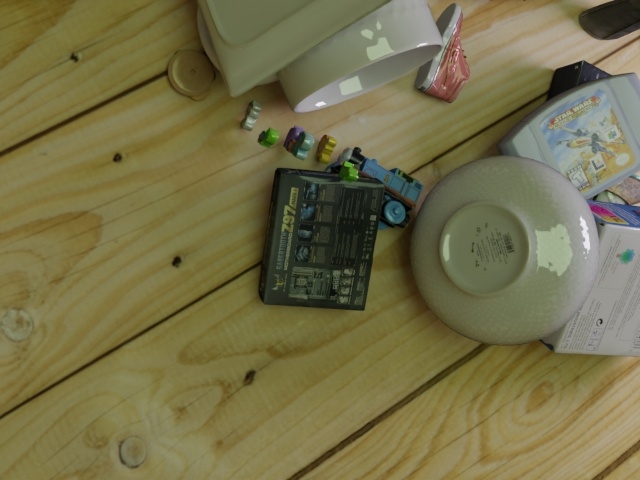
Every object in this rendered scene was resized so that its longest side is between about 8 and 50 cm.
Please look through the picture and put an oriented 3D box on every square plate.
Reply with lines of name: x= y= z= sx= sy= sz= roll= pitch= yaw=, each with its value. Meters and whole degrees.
square plate: x=-0.072 y=-0.449 z=1.514 sx=0.049 sy=0.344 sz=0.347 roll=4 pitch=62 yaw=-61

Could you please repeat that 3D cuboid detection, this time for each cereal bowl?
cereal bowl: x=0.302 y=0.015 z=1.714 sx=0.141 sy=0.339 sz=0.338 roll=6 pitch=84 yaw=-62

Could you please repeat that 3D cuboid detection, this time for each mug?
mug: x=-0.027 y=-0.399 z=1.653 sx=0.374 sy=0.276 sz=0.328 roll=-23 pitch=89 yaw=8

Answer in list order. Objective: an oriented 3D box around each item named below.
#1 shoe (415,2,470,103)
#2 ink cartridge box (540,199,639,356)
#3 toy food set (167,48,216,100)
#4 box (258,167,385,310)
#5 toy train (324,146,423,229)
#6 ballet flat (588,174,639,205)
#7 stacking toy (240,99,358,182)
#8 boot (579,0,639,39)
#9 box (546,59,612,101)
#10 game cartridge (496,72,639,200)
shoe: x=0.245 y=-0.349 z=1.855 sx=0.081 sy=0.063 sz=0.177 roll=23 pitch=85 yaw=-22
ink cartridge box: x=0.602 y=0.078 z=1.881 sx=0.396 sy=0.151 sz=0.269 roll=6 pitch=113 yaw=-24
toy food set: x=-0.218 y=-0.285 z=1.679 sx=0.083 sy=0.020 sz=0.082 roll=21 pitch=80 yaw=-20
box: x=0.000 y=0.000 z=1.693 sx=0.184 sy=0.059 sz=0.232 roll=4 pitch=104 yaw=-15
toy train: x=0.092 y=-0.094 z=1.774 sx=0.184 sy=0.080 sz=0.105 roll=30 pitch=68 yaw=-17
ballet flat: x=0.512 y=-0.110 z=1.940 sx=0.316 sy=0.107 sz=0.106 roll=21 pitch=84 yaw=-10
stacking toy: x=-0.034 y=-0.166 z=1.651 sx=0.167 sy=0.221 sz=0.052 roll=22 pitch=100 yaw=-19
boot: x=0.640 y=-0.433 z=1.941 sx=0.190 sy=0.208 sz=0.076 roll=26 pitch=68 yaw=-14
box: x=0.530 y=-0.247 z=1.950 sx=0.158 sy=0.093 sz=0.155 roll=22 pitch=80 yaw=-21
game cartridge: x=0.490 y=-0.184 z=1.852 sx=0.297 sy=0.062 sz=0.198 roll=-29 pitch=105 yaw=-5
